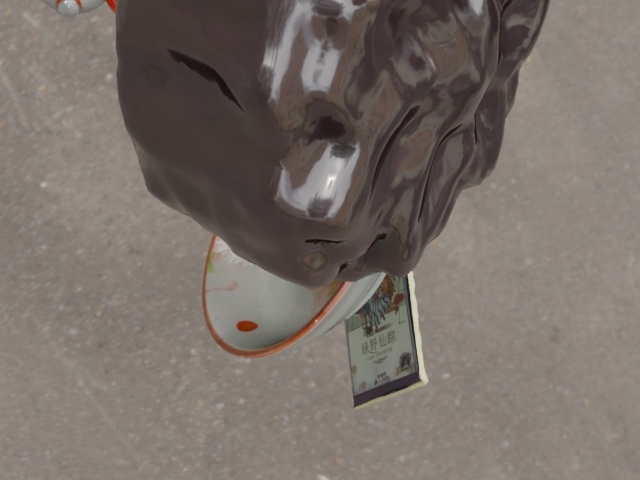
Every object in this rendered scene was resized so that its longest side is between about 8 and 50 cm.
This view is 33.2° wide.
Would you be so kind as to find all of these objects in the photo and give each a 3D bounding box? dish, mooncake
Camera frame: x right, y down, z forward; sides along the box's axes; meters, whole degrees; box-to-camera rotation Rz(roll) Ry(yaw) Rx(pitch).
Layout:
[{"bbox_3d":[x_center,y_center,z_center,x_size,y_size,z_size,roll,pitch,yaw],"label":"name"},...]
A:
[{"bbox_3d":[0.000,0.000,1.002,0.085,0.260,0.260,29,59,-33],"label":"dish"},{"bbox_3d":[0.025,-0.115,0.566,0.283,0.141,0.283,-45,148,-38],"label":"mooncake"}]

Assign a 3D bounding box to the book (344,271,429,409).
[{"bbox_3d":[0.078,0.098,1.448,0.026,0.157,0.231,9,66,-32],"label":"book"}]

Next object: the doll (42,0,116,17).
[{"bbox_3d":[-0.270,-0.322,1.349,0.244,0.076,0.142,1,54,-20],"label":"doll"}]
